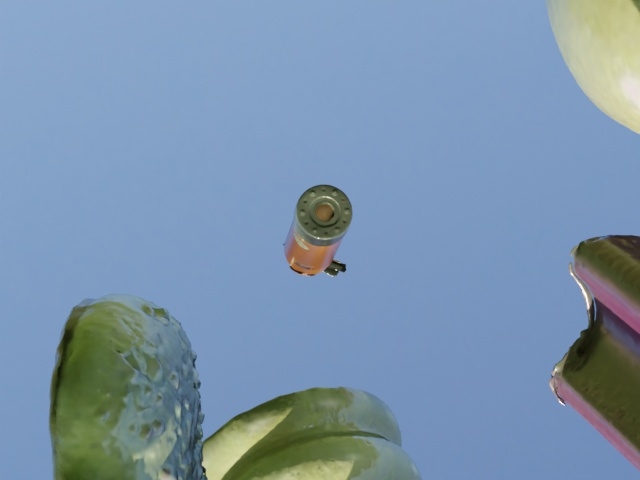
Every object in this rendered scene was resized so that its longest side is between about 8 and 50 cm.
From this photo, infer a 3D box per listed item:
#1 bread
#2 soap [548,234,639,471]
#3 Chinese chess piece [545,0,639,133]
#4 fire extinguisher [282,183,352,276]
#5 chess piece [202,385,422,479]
[{"bbox_3d":[-0.092,0.143,0.943,0.064,0.172,0.232,-2,-124,12],"label":"bread"},{"bbox_3d":[0.164,0.058,0.565,0.122,0.065,0.203,1,-162,-18],"label":"soap"},{"bbox_3d":[0.222,-0.117,0.830,0.250,0.101,0.250,-1,-151,1],"label":"Chinese chess piece"},{"bbox_3d":[0.000,0.000,0.756,0.028,0.083,0.022,26,-105,1],"label":"fire extinguisher"},{"bbox_3d":[0.026,0.221,1.079,0.144,0.144,0.251,-30,-127,3],"label":"chess piece"}]
